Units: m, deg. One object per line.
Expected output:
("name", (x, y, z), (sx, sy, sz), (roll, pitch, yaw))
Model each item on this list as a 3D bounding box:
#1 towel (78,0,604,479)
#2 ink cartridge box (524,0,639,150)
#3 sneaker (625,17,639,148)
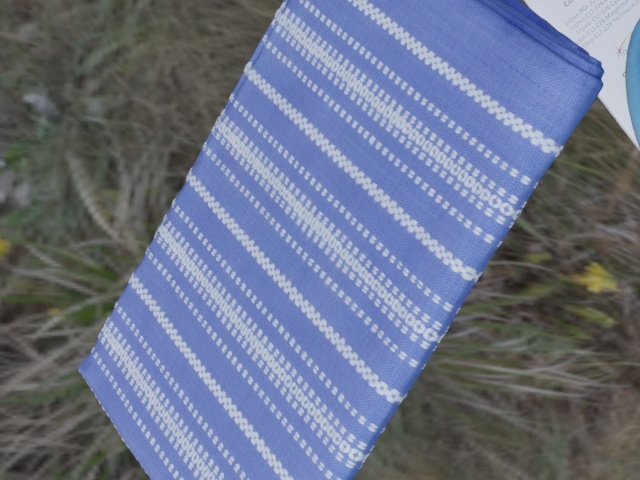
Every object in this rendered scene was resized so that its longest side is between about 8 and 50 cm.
("towel", (0.000, 0.000, 0.925), (0.336, 0.040, 0.243), (-59, 41, 13))
("ink cartridge box", (0.311, -0.217, 1.502), (0.130, 0.309, 0.272), (-40, 81, 28))
("sneaker", (0.288, -0.036, 0.884), (0.127, 0.208, 0.319), (-33, 83, -26))
